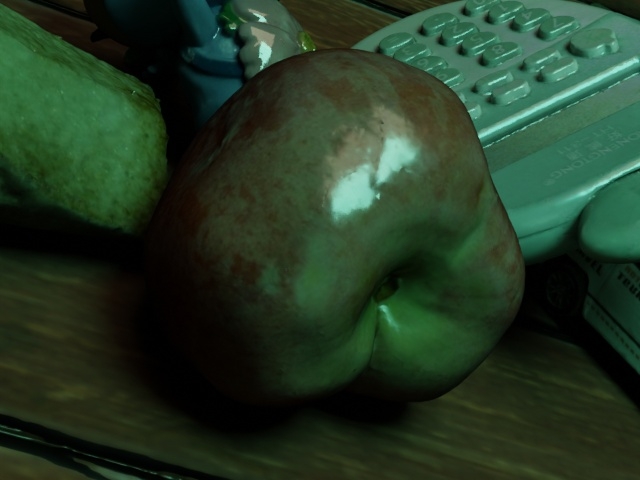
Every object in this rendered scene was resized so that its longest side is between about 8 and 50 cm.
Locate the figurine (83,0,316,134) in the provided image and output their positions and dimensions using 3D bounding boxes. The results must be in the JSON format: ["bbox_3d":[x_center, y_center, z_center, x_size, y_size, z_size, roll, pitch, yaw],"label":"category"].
[{"bbox_3d":[-0.062,-0.101,0.650,0.114,0.144,0.178,-12,82,-45],"label":"figurine"}]

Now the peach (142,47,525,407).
[{"bbox_3d":[0.000,0.000,0.537,0.152,0.152,0.152,18,32,-12],"label":"peach"}]

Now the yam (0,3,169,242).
[{"bbox_3d":[-0.172,-0.060,0.521,0.259,0.106,0.106,7,36,-25],"label":"yam"}]

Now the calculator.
[{"bbox_3d":[0.102,-0.059,0.667,0.184,0.042,0.295,-26,33,-11],"label":"calculator"}]

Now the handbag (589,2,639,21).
[{"bbox_3d":[0.296,-0.049,0.856,0.260,0.079,0.247,2,39,-34],"label":"handbag"}]

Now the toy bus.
[{"bbox_3d":[0.188,0.034,0.644,0.087,0.089,0.194,-3,40,-38],"label":"toy bus"}]
